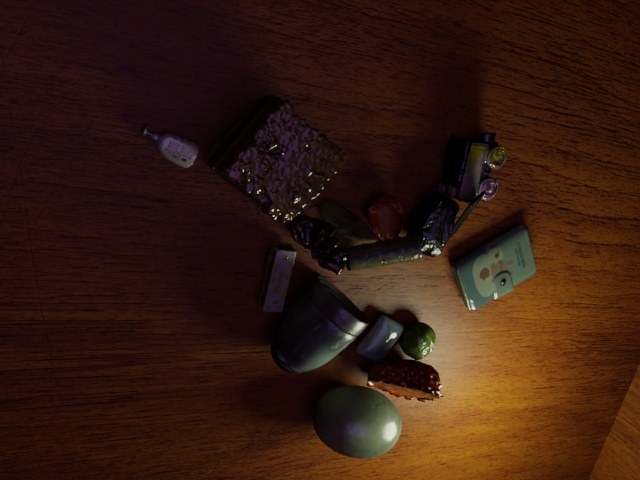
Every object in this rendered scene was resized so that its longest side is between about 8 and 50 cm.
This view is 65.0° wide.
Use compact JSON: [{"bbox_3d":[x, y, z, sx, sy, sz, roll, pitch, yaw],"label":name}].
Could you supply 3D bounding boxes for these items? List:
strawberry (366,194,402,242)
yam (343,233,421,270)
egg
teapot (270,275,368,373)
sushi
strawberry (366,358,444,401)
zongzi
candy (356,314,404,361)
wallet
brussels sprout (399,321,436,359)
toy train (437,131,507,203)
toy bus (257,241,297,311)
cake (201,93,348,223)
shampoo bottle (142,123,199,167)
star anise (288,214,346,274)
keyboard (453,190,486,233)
[{"bbox_3d":[0.217,-0.075,1.710,0.121,0.082,0.188,2,128,8],"label":"strawberry"},{"bbox_3d":[0.207,0.043,1.690,0.260,0.093,0.093,-10,116,5],"label":"yam"},{"bbox_3d":[0.138,0.670,1.862,0.352,0.258,0.258,24,99,-29],"label":"egg"},{"bbox_3d":[-0.011,0.314,1.698,0.312,0.233,0.315,-46,149,7],"label":"teapot"},{"bbox_3d":[0.383,-0.055,1.752,0.127,0.124,0.224,17,105,-23],"label":"sushi"},{"bbox_3d":[0.324,0.524,1.939,0.281,0.253,0.150,11,67,6],"label":"strawberry"},{"bbox_3d":[0.079,-0.065,1.585,0.189,0.178,0.081,36,86,-31],"label":"zongzi"},{"bbox_3d":[0.227,0.371,1.888,0.138,0.071,0.174,31,96,-35],"label":"candy"},{"bbox_3d":[0.693,0.111,1.992,0.361,0.083,0.252,-27,114,-12],"label":"wallet"},{"bbox_3d":[0.375,0.389,1.937,0.155,0.117,0.155,-5,103,-23],"label":"brussels sprout"},{"bbox_3d":[0.528,-0.248,1.738,0.178,0.134,0.260,1,110,-24],"label":"toy train"},{"bbox_3d":[-0.145,0.119,1.620,0.081,0.074,0.226,8,107,-26],"label":"toy bus"},{"bbox_3d":[-0.131,-0.227,1.362,0.282,0.290,0.256,-49,122,-1],"label":"cake"},{"bbox_3d":[-0.412,-0.259,1.364,0.152,0.045,0.077,25,100,-32],"label":"shampoo bottle"},{"bbox_3d":[0.000,0.000,1.566,0.126,0.190,0.220,-40,122,0],"label":"star anise"},{"bbox_3d":[0.507,-0.097,1.709,0.103,0.381,0.041,-39,79,-27],"label":"keyboard"}]
